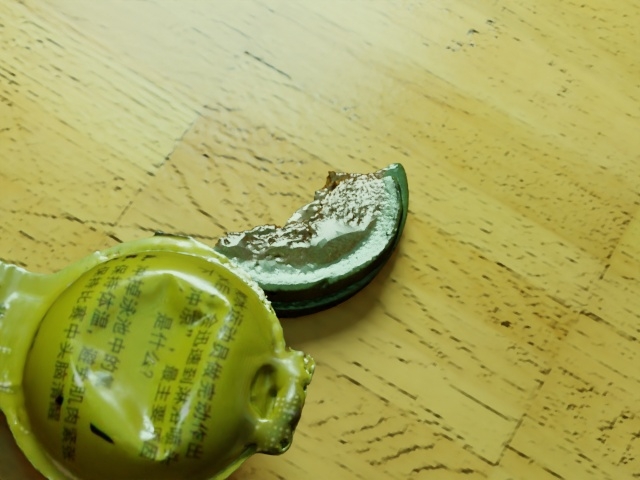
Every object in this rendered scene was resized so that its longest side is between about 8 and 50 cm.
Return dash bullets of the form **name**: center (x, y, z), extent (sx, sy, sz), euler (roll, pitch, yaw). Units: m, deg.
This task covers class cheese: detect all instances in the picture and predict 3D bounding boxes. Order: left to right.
- **cheese**: center (-0.127, 0.058, 0.848), extent (0.250, 0.064, 0.157), euler (13, 64, 9)

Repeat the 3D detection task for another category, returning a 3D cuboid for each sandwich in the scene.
- **sandwich**: center (0.002, 0.000, 0.907), extent (0.135, 0.029, 0.067), euler (-35, 76, -20)
